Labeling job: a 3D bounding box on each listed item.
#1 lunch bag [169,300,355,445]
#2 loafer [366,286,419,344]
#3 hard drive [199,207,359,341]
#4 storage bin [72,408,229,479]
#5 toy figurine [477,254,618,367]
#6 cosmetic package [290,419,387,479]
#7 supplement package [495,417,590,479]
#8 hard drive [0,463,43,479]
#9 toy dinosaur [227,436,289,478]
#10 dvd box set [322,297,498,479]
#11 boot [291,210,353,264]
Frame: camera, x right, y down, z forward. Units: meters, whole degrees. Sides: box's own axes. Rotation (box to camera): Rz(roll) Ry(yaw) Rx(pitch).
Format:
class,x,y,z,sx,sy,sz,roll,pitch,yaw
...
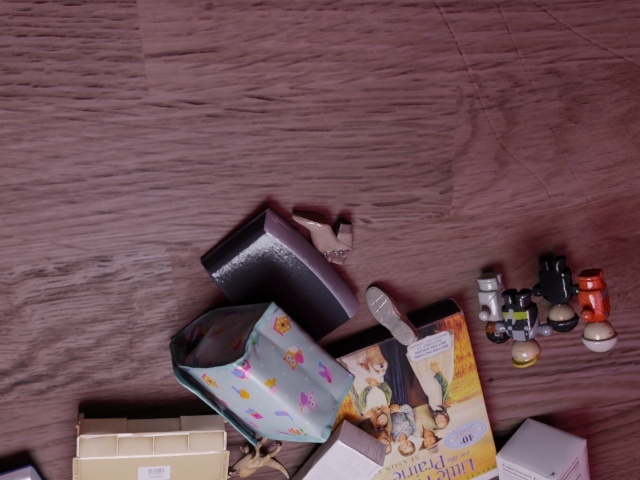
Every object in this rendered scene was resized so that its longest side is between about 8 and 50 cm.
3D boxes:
class,x,y,z,sx,sy,sz,roll,pitch,yaw
lunch bag,-0.117,0.227,1.181,0.223,0.262,0.160,47,52,-25
loafer,0.130,0.135,1.270,0.045,0.125,0.039,-47,156,22
hard drive,-0.065,0.082,1.209,0.172,0.054,0.255,-36,117,14
storage bin,-0.305,0.424,1.270,0.262,0.123,0.260,2,111,-14
toy figurine,0.397,0.129,1.263,0.209,0.213,0.148,-14,101,-8
cosmetic package,0.022,0.447,1.341,0.099,0.060,0.239,33,123,-3
supplement package,0.469,0.519,1.465,0.134,0.139,0.244,-34,122,-35
hard drive,-0.634,0.516,1.251,0.318,0.040,0.210,-15,129,-7
toy dinosaur,-0.116,0.415,1.351,0.183,0.053,0.093,19,102,-50
dvd box set,0.171,0.347,1.385,0.307,0.062,0.420,-19,116,-4
boot,0.000,0.000,1.210,0.118,0.042,0.087,12,118,-9
